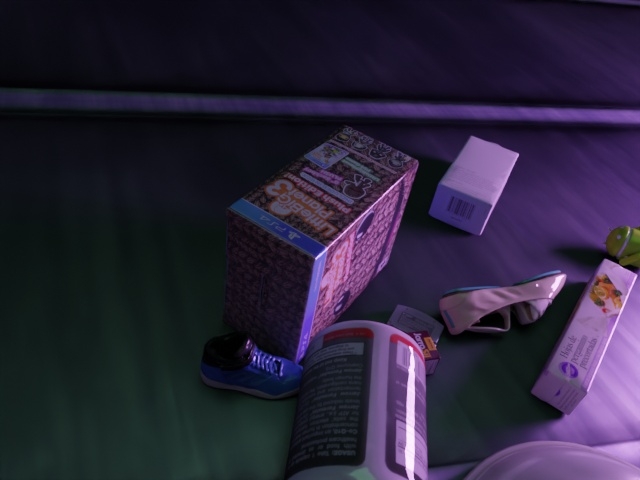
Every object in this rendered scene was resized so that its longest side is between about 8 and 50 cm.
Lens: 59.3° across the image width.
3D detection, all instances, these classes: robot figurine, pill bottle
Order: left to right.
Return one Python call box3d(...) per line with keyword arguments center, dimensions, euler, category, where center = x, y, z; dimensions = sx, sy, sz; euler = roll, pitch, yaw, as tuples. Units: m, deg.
box3d(center=(0.043, 0.249, 0.654), dimensions=(0.161, 0.161, 0.283), euler=(11, 42, 0), category="pill bottle")
box3d(center=(0.613, 0.014, 1.097), dimensions=(0.115, 0.067, 0.101), euler=(26, 56, 17), category="robot figurine")

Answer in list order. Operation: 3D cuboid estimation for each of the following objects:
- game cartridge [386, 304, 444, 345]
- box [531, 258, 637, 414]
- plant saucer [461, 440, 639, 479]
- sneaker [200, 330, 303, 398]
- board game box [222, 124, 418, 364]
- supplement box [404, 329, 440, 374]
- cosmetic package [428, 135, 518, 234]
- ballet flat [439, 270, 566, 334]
box3d(center=(0.154, 0.137, 0.907), dimensions=(0.083, 0.017, 0.056), euler=(25, 48, 15), category="game cartridge")
box3d(center=(0.439, 0.144, 0.921), dimensions=(0.063, 0.067, 0.324), euler=(31, 47, 22), category="box")
box3d(center=(0.330, 0.388, 0.609), dimensions=(0.400, 0.100, 0.400), euler=(6, 42, -6), category="plant saucer")
box3d(center=(-0.087, 0.167, 0.771), dimensions=(0.152, 0.084, 0.058), euler=(9, 42, -2), category="sneaker")
box3d(center=(0.000, 0.000, 0.863), dimensions=(0.141, 0.232, 0.291), euler=(29, 46, 19), category="board game box")
box3d(center=(0.128, 0.172, 0.842), dimensions=(0.083, 0.043, 0.055), euler=(-4, 43, -17), category="supplement box")
box3d(center=(0.322, -0.120, 1.172), dimensions=(0.117, 0.085, 0.231), euler=(26, 42, 16), category="cosmetic package")
box3d(center=(0.312, 0.109, 0.935), dimensions=(0.248, 0.086, 0.086), euler=(-8, 45, -18), category="ballet flat")
